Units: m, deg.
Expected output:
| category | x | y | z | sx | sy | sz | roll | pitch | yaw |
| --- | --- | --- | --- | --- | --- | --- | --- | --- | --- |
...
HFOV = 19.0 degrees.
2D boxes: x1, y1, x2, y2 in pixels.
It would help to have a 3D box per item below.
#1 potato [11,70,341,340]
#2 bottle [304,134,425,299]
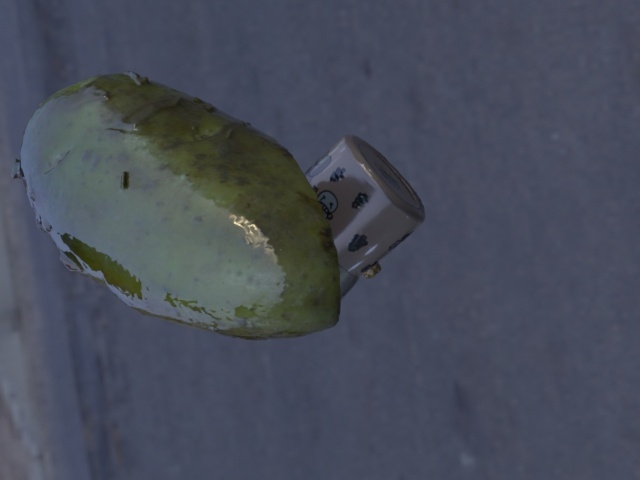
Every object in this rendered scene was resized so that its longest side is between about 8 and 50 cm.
| category | x | y | z | sx | sy | sz | roll | pitch | yaw |
| --- | --- | --- | --- | --- | --- | --- | --- | --- | --- |
| potato | -0.095 | -0.018 | 1.371 | 0.298 | 0.176 | 0.141 | 37 | 141 | 31 |
| bottle | -0.001 | -0.001 | 1.466 | 0.152 | 0.099 | 0.099 | -44 | 40 | 13 |
